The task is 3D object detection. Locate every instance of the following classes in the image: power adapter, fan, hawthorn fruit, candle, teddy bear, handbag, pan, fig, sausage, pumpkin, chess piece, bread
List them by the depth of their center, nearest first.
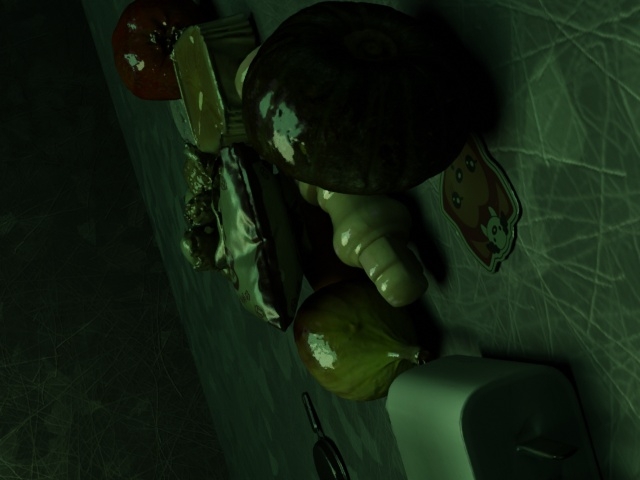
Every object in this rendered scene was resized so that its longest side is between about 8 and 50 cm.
[{"bbox_3d":[0.178,0.211,0.876,0.255,0.124,0.186,165,87,-72],"label":"power adapter"},{"bbox_3d":[0.028,-0.130,0.883,0.162,0.219,0.219,97,152,-46],"label":"pumpkin"},{"bbox_3d":[0.138,-0.072,0.934,0.132,0.009,0.220,101,148,-51],"label":"fan"},{"bbox_3d":[0.059,0.141,1.113,0.160,0.143,0.230,38,-171,-27],"label":"fig"},{"bbox_3d":[0.021,-0.085,1.129,0.117,0.117,0.397,97,149,-52],"label":"chess piece"},{"bbox_3d":[-0.079,-0.001,1.194,0.213,0.127,0.234,49,-153,-89],"label":"handbag"},{"bbox_3d":[0.000,0.000,1.294,0.098,0.098,0.238,100,147,-55],"label":"sausage"},{"bbox_3d":[-0.154,-0.253,1.517,0.192,0.110,0.209,-22,85,67],"label":"bread"},{"bbox_3d":[-0.177,-0.066,1.683,0.256,0.156,0.267,66,-169,12],"label":"teddy bear"},{"bbox_3d":[-0.294,-0.358,1.725,0.253,0.205,0.205,-168,63,-76],"label":"hawthorn fruit"},{"bbox_3d":[0.002,0.398,1.746,0.136,0.028,0.235,104,146,-58],"label":"pan"},{"bbox_3d":[-0.269,-0.279,1.917,0.192,0.068,0.168,39,145,59],"label":"candle"}]
